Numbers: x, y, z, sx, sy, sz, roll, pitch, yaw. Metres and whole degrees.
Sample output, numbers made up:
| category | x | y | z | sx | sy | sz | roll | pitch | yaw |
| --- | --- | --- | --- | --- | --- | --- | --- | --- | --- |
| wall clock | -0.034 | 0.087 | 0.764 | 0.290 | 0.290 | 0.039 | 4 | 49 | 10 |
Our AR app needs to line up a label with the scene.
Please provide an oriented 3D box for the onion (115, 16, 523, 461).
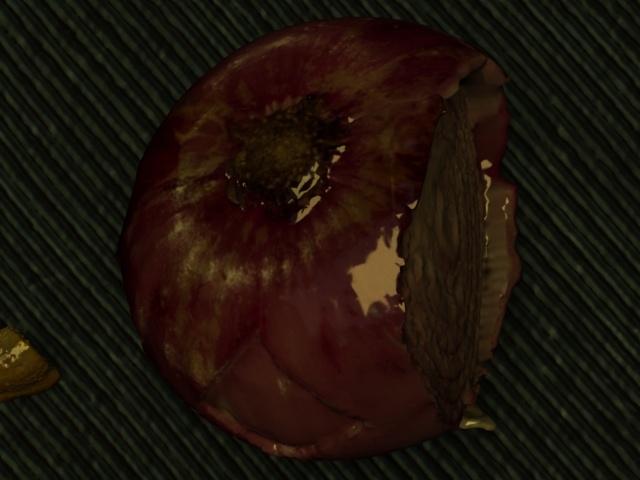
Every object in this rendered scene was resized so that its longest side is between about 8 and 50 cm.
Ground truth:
| category | x | y | z | sx | sy | sz | roll | pitch | yaw |
| --- | --- | --- | --- | --- | --- | --- | --- | --- | --- |
| onion | -0.005 | -0.004 | 0.838 | 0.200 | 0.200 | 0.207 | 6 | 94 | 4 |

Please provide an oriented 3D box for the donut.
| category | x | y | z | sx | sy | sz | roll | pitch | yaw |
| --- | --- | --- | --- | --- | --- | --- | --- | --- | --- |
| donut | -0.176 | 0.042 | 0.902 | 0.067 | 0.038 | 0.083 | -15 | 83 | 3 |
